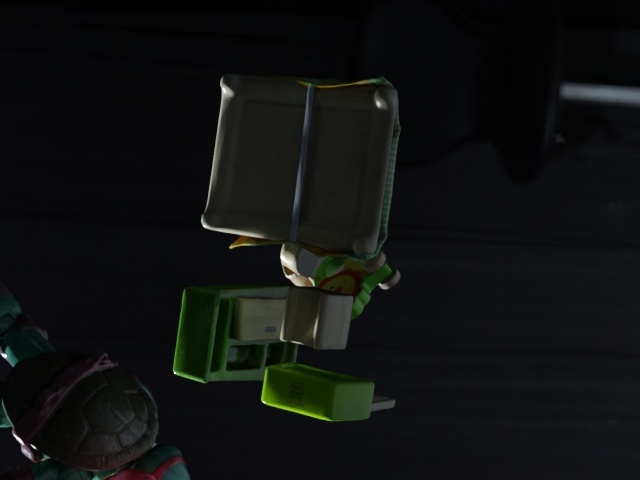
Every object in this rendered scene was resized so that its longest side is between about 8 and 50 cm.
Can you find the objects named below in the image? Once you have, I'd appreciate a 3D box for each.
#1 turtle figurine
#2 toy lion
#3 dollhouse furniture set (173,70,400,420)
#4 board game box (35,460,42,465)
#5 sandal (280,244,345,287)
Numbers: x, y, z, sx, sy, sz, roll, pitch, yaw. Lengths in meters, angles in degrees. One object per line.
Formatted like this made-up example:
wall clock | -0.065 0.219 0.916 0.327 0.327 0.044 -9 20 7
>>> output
turtle figurine | -0.153 0.114 0.733 0.175 0.234 0.118 -31 -29 -55
toy lion | 0.021 0.041 1.151 0.034 0.096 0.100 49 -179 -28
dollhouse furniture set | 0.000 0.000 1.153 0.151 0.198 0.301 5 -86 -57
board game box | -0.211 0.284 1.047 0.136 0.030 0.259 -94 2 -61
sandal | -0.014 0.015 1.485 0.088 0.079 0.240 -59 -22 -4
